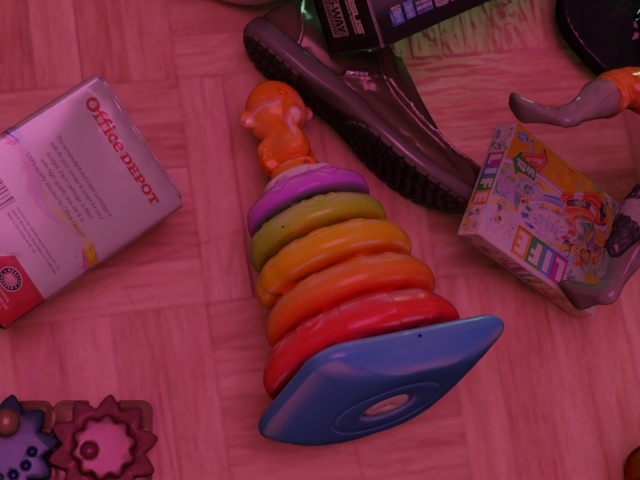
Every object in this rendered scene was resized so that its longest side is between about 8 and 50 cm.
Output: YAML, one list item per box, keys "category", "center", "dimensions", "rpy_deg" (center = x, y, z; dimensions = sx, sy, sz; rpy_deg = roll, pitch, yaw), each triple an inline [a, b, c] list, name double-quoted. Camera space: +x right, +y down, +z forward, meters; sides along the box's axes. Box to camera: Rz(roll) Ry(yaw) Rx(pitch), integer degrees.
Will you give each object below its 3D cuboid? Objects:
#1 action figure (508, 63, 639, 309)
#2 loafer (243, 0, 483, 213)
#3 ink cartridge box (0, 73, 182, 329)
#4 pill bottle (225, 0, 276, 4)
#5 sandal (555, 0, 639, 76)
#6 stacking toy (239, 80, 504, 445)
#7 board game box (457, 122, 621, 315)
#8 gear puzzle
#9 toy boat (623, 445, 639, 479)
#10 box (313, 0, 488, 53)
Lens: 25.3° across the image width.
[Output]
- category: "action figure"
  center: [0.345, -0.051, 1.153]
  dimensions: [0.330, 0.178, 0.341]
  rpy_deg: [-26, 107, -9]
- category: "loafer"
  center: [0.051, -0.122, 1.210]
  dimensions: [0.251, 0.094, 0.087]
  rpy_deg: [41, 76, 3]
- category: "ink cartridge box"
  center: [-0.218, -0.031, 1.133]
  dimensions: [0.175, 0.072, 0.127]
  rpy_deg: [-35, 100, -18]
- category: "pill bottle"
  center: [-0.047, -0.347, 1.226]
  dimensions: [0.146, 0.146, 0.264]
  rpy_deg: [23, 73, -4]
- category: "sandal"
  center: [0.435, -0.176, 1.287]
  dimensions: [0.445, 0.107, 0.168]
  rpy_deg: [17, 73, -5]
- category: "stacking toy"
  center: [0.000, 0.000, 1.152]
  dimensions: [0.175, 0.166, 0.302]
  rpy_deg: [-10, 65, -28]
- category: "board game box"
  center: [0.190, -0.016, 1.204]
  dimensions: [0.154, 0.026, 0.103]
  rpy_deg: [33, 70, -33]
- category: "gear puzzle"
  center: [-0.211, 0.283, 1.079]
  dimensions: [0.175, 0.044, 0.339]
  rpy_deg: [1, 75, -10]
- category: "toy boat"
  center: [0.311, 0.300, 1.115]
  dimensions: [0.267, 0.148, 0.318]
  rpy_deg: [-9, 77, -12]
- category: "box"
  center: [0.105, -0.319, 1.196]
  dimensions: [0.307, 0.076, 0.242]
  rpy_deg: [-26, 106, -32]
